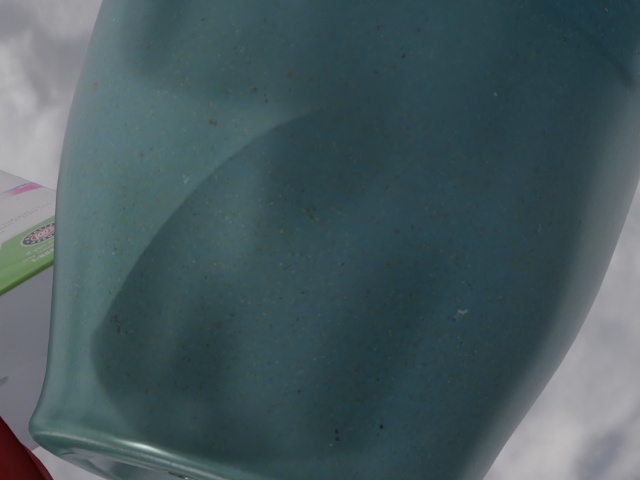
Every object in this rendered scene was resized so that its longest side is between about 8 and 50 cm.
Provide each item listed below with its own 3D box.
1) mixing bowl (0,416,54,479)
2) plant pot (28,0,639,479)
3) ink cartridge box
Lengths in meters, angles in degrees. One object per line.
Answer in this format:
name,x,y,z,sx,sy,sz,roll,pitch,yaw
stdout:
mixing bowl,-0.158,0.062,0.302,0.181,0.181,0.098,-14,123,-10
plant pot,0.000,0.000,0.567,0.271,0.271,0.255,30,70,-35
ink cartridge box,-0.287,0.048,0.968,0.207,0.353,0.119,-32,118,-25
